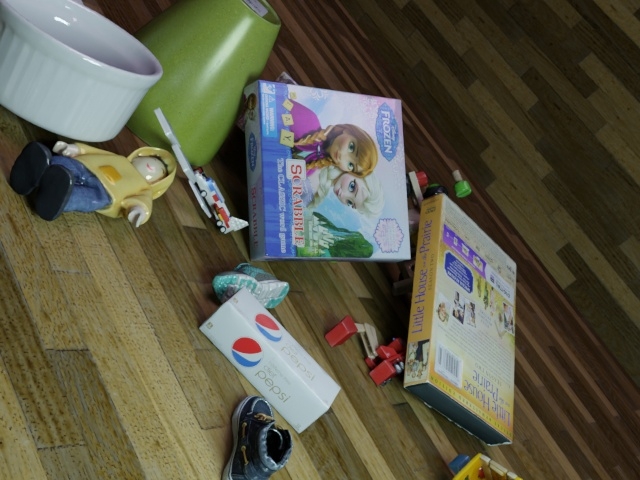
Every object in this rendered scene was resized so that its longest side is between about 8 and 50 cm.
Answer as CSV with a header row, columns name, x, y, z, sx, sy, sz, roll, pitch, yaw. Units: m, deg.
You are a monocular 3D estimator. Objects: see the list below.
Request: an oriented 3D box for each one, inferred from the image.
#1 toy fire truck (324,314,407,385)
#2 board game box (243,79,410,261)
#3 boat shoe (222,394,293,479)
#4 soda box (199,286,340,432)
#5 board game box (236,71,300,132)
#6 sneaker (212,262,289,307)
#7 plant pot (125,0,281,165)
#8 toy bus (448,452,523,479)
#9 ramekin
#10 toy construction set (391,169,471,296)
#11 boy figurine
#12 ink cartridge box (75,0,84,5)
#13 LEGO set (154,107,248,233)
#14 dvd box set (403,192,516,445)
name,x,y,z,sx,sy,sz,roll,pitch,yaw
toy fire truck,0.099,0.197,1.516,0.135,0.047,0.192,53,23,15
board game box,0.017,-0.120,1.530,0.317,0.066,0.319,1,82,-32
boat shoe,-0.071,0.252,1.071,0.065,0.083,0.183,39,23,-17
soda box,-0.073,0.175,1.219,0.216,0.069,0.074,46,22,0
board game box,-0.045,-0.226,1.753,0.232,0.141,0.291,42,5,-10
sneaker,-0.127,0.069,1.336,0.076,0.065,0.166,40,13,31
plant pot,-0.217,-0.338,1.534,0.274,0.293,0.275,38,24,-20
toy bus,0.278,0.448,1.332,0.104,0.191,0.202,-35,78,-24
ramekin,-0.395,-0.270,1.255,0.277,0.135,0.277,31,18,-11
toy construction set,0.162,0.002,1.783,0.308,0.257,0.237,1,59,-33
boy figurine,-0.307,-0.085,1.212,0.177,0.092,0.285,43,23,17
ink cartridge box,-0.562,-0.528,1.590,0.225,0.056,0.181,66,22,-2
LEGO set,-0.198,-0.111,1.392,0.183,0.060,0.244,62,-4,12
dvd box set,0.292,0.157,1.651,0.307,0.062,0.421,37,48,-36
